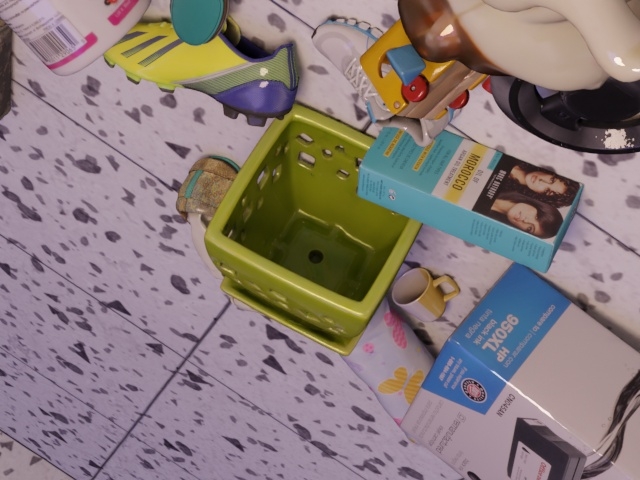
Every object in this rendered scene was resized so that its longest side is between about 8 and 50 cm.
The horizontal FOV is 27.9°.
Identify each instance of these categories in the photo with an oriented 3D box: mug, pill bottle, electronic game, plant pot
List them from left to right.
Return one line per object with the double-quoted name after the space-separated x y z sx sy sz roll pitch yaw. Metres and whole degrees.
-0.343 -0.345 1.501 0.160 0.160 0.283 -9 130 48 "pill bottle"
0.000 0.000 1.634 0.227 0.228 0.207 27 156 9 "plant pot"
0.146 0.081 1.769 0.078 0.062 0.064 4 148 48 "mug"
0.284 -0.154 1.285 0.229 0.048 0.229 9 154 5 "electronic game"

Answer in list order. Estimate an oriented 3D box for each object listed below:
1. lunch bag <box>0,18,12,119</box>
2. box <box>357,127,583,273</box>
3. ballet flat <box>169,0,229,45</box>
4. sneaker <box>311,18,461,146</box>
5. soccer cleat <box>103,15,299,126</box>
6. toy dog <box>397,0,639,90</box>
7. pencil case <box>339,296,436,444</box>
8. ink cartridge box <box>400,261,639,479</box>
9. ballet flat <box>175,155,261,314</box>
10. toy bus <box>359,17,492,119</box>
-0.593 -0.266 1.827 0.287 0.169 0.235 26 149 1 "lunch bag"
0.173 -0.059 1.507 0.244 0.100 0.060 23 147 14 "box"
-0.127 -0.307 1.453 0.072 0.068 0.213 22 148 5 "ballet flat"
0.065 -0.176 1.456 0.190 0.083 0.071 34 150 0 "sneaker"
-0.150 -0.234 1.584 0.289 0.093 0.121 22 117 24 "soccer cleat"
0.182 -0.285 1.018 0.395 0.284 0.408 38 153 21 "toy dog"
0.107 0.180 1.883 0.273 0.113 0.124 51 -173 -28 "pencil case"
0.330 0.258 1.685 0.395 0.166 0.285 37 149 12 "ink cartridge box"
-0.104 0.033 1.866 0.123 0.123 0.349 4 139 38 "ballet flat"
0.135 -0.214 1.312 0.104 0.202 0.191 59 164 20 "toy bus"
